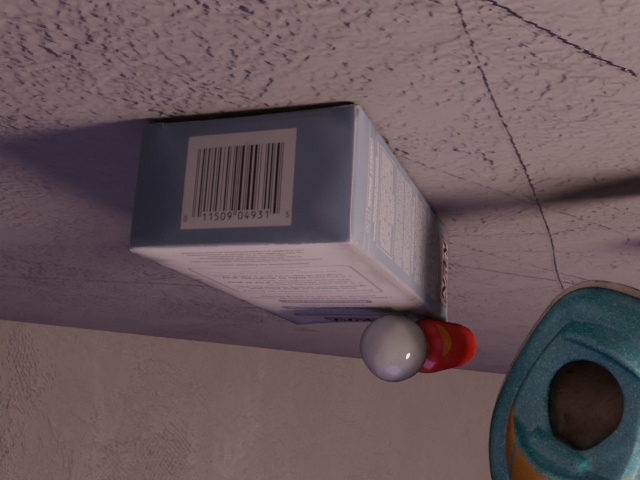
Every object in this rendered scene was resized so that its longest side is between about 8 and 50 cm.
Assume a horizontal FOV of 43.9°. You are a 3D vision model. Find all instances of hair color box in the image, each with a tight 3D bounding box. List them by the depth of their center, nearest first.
[{"bbox_3d":[0.000,0.000,0.763,0.186,0.113,0.374,-2,165,19],"label":"hair color box"}]

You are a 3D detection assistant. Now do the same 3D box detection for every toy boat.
[{"bbox_3d":[0.185,0.149,0.731,0.148,0.267,0.318,6,-167,-45],"label":"toy boat"}]
